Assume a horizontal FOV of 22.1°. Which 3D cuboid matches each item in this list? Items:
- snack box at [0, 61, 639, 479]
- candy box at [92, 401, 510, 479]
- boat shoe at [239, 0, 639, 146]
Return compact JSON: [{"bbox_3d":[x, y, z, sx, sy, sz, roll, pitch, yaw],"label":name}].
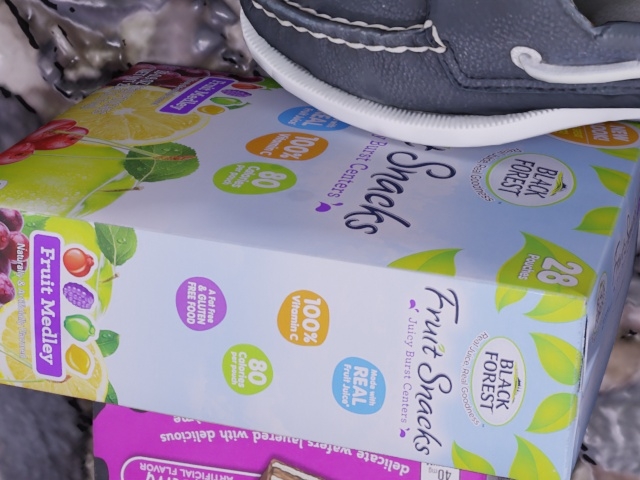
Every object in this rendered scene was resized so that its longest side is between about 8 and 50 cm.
[{"bbox_3d":[0.000,0.000,0.566,0.207,0.174,0.070,9,113,13],"label":"snack box"},{"bbox_3d":[-0.007,0.141,0.668,0.159,0.071,0.233,5,108,15],"label":"candy box"},{"bbox_3d":[0.097,-0.089,0.514,0.303,0.114,0.091,6,151,27],"label":"boat shoe"}]
